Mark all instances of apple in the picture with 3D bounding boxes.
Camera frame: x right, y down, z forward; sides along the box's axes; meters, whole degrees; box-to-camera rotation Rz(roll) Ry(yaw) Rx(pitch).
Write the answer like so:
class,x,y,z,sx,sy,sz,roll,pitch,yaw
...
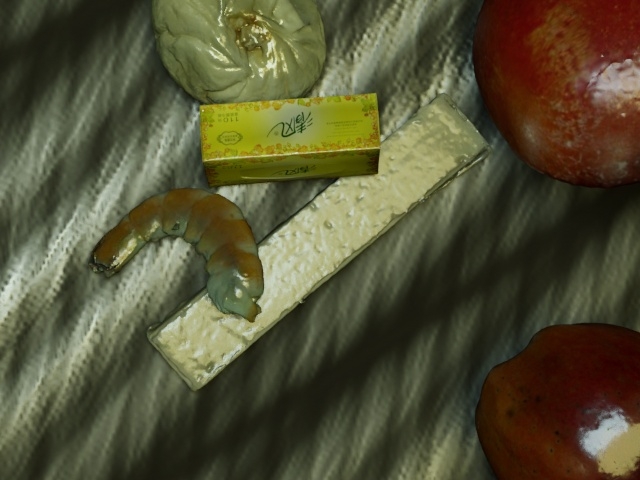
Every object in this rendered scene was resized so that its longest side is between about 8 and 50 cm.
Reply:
class,x,y,z,sx,sy,sz,roll,pitch,yaw
apple,0.275,0.190,1.594,0.234,0.234,0.234,0,88,-8

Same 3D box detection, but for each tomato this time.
class,x,y,z,sx,sy,sz,roll,pitch,yaw
tomato,0.303,-0.212,1.556,0.338,0.143,0.338,-9,53,12

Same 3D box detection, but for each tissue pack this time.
class,x,y,z,sx,sy,sz,roll,pitch,yaw
tissue pack,-0.029,-0.098,1.598,0.176,0.095,0.062,-3,76,-1

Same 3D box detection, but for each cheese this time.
class,x,y,z,sx,sy,sz,roll,pitch,yaw
cheese,0.000,-0.001,1.645,0.400,0.034,0.085,-38,94,-8

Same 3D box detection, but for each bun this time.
class,x,y,z,sx,sy,sz,roll,pitch,yaw
bun,-0.082,-0.213,1.602,0.164,0.111,0.188,-25,88,-11

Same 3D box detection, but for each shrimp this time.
class,x,y,z,sx,sy,sz,roll,pitch,yaw
shrimp,-0.143,0.026,1.599,0.166,0.049,0.161,-20,71,-1
